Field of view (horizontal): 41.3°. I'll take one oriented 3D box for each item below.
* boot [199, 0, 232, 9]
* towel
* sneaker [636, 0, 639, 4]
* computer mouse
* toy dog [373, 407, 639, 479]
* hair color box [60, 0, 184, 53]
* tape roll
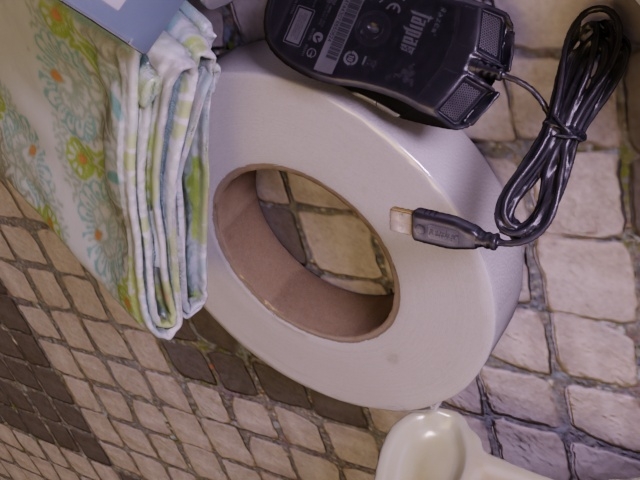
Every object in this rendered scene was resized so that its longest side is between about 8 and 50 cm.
[{"bbox_3d":[-0.052,-0.288,0.581,0.123,0.095,0.258,48,136,5],"label":"boot"},{"bbox_3d":[-0.229,-0.124,0.790,0.374,0.090,0.320,41,139,32],"label":"towel"},{"bbox_3d":[0.327,-0.110,0.381,0.366,0.135,0.150,29,143,15],"label":"sneaker"},{"bbox_3d":[0.070,-0.096,0.612,0.262,0.184,0.060,19,-179,19],"label":"computer mouse"},{"bbox_3d":[0.180,0.438,0.830,0.285,0.395,0.408,8,134,18],"label":"toy dog"},{"bbox_3d":[-0.249,-0.290,0.565,0.374,0.113,0.185,42,-172,26],"label":"hair color box"},{"bbox_3d":[0.000,0.000,0.809,0.392,0.072,0.392,22,138,22],"label":"tape roll"}]
